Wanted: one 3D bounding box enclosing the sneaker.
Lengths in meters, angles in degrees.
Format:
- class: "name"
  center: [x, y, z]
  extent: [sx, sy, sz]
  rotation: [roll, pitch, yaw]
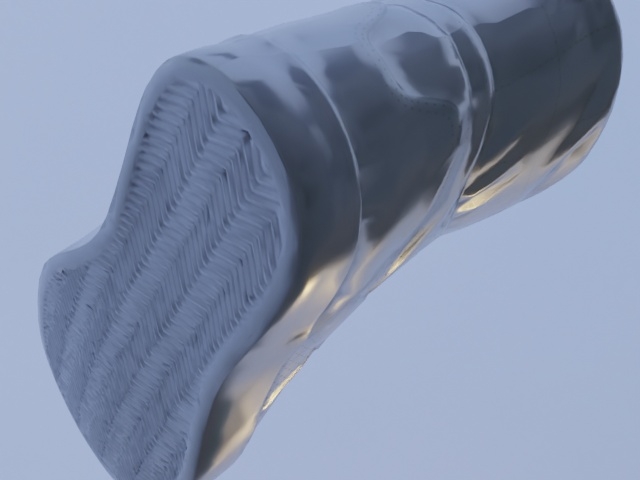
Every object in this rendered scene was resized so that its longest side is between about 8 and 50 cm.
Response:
- class: "sneaker"
  center: [0.000, 0.000, 0.501]
  extent: [0.169, 0.108, 0.292]
  rotation: [-28, -9, -30]
